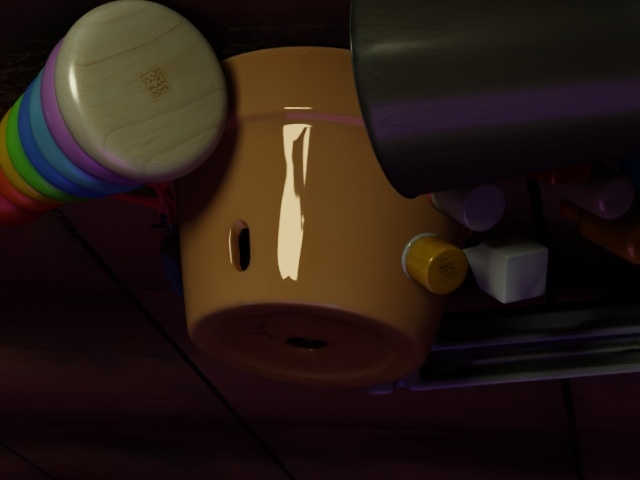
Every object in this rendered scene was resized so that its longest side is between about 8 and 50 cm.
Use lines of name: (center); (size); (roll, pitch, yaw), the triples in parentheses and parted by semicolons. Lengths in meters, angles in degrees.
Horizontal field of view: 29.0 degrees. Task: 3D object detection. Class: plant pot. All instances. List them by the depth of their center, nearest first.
plant pot: (0.000, 0.000, 1.059); (0.291, 0.203, 0.291); (5, 155, 3)

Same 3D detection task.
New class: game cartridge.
game cartridge: (0.221, 0.097, 1.225); (0.355, 0.068, 0.230); (-5, -175, 3)

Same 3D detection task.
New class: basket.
basket: (0.157, -0.120, 0.836); (0.227, 0.154, 0.204); (-7, 167, 19)

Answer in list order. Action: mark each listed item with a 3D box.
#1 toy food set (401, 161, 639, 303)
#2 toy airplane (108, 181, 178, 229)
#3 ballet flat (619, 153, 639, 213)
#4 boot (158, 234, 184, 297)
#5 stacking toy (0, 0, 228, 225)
toy food set: (0.156, -0.027, 0.994); (0.232, 0.111, 0.104); (-11, -156, -25)
toy airplane: (-0.151, -0.042, 1.211); (0.151, 0.028, 0.151); (7, 155, 3)
ballet flat: (0.279, -0.077, 0.991); (0.079, 0.077, 0.221); (-25, 149, 4)
boot: (-0.097, 0.049, 1.365); (0.106, 0.082, 0.219); (22, 164, 20)
stacking toy: (-0.213, -0.085, 1.047); (0.141, 0.141, 0.330); (22, 158, -28)
